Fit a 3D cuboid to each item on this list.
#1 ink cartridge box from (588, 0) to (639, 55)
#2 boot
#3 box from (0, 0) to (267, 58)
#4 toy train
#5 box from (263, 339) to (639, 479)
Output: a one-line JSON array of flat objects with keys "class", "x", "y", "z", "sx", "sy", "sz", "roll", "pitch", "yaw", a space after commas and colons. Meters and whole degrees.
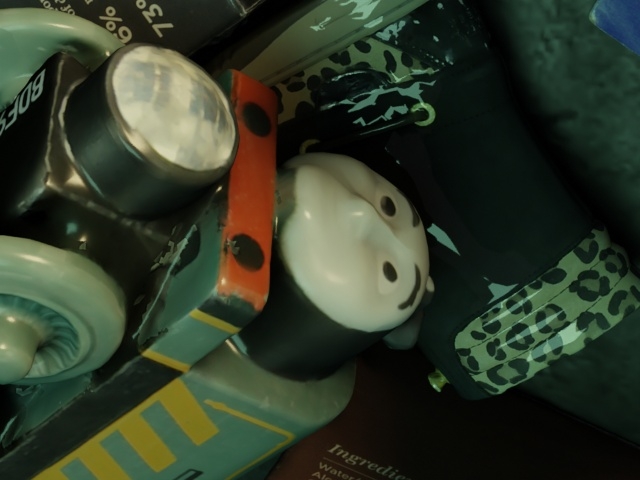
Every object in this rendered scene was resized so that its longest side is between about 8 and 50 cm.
[{"class": "ink cartridge box", "x": 0.234, "y": -0.097, "z": 0.575, "sx": 0.223, "sy": 0.045, "sz": 0.224, "roll": 34, "pitch": 123, "yaw": 5}, {"class": "boot", "x": 0.000, "y": 0.000, "z": 0.699, "sx": 0.236, "sy": 0.085, "sz": 0.178, "roll": -31, "pitch": 101, "yaw": 30}, {"class": "box", "x": -0.123, "y": -0.119, "z": 0.681, "sx": 0.207, "sy": 0.108, "sz": 0.153, "roll": -28, "pitch": 101, "yaw": 32}, {"class": "toy train", "x": -0.109, "y": 0.047, "z": 0.645, "sx": 0.190, "sy": 0.142, "sz": 0.334, "roll": 25, "pitch": 136, "yaw": -30}, {"class": "box", "x": 0.041, "y": 0.177, "z": 0.696, "sx": 0.167, "sy": 0.203, "sz": 0.168, "roll": 24, "pitch": 121, "yaw": 11}]
